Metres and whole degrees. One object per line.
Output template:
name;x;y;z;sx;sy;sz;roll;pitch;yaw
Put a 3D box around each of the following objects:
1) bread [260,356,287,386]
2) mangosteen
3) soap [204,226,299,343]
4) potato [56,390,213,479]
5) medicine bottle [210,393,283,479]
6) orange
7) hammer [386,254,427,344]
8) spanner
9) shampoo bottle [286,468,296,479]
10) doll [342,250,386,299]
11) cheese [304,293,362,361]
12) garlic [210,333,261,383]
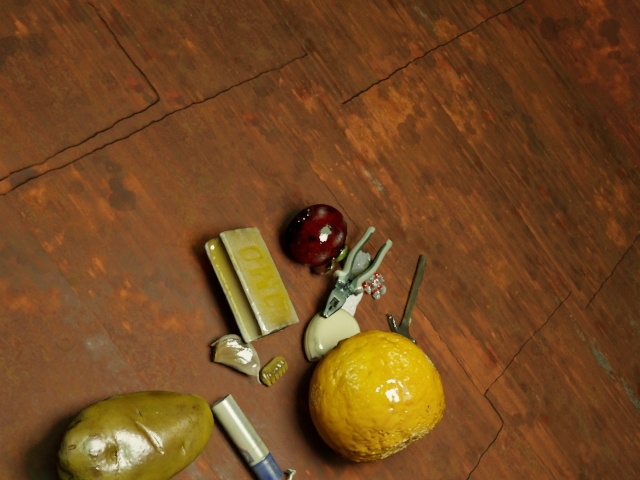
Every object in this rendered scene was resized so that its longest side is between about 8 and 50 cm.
bread;-0.116;0.329;1.829;0.088;0.033;0.049;-38;99;-38
mangosteen;0.000;0.000;1.971;0.199;0.200;0.200;13;63;-28
soap;-0.172;0.108;1.824;0.173;0.089;0.274;-12;75;-61
potato;-0.388;0.426;1.545;0.369;0.177;0.195;-8;35;-43
medicine bottle;-0.173;0.475;1.712;0.059;0.059;0.231;-34;90;-38
orange;0.131;0.377;1.786;0.340;0.341;0.293;-10;60;-36
hammer;0.276;0.166;2.160;0.125;0.027;0.297;37;55;-20
spanner;0.093;0.092;1.979;0.095;0.040;0.325;38;57;0
shampoo bottle;-0.082;0.621;1.718;0.077;0.045;0.152;27;57;-21
doll;0.122;0.089;2.068;0.094;0.079;0.180;-41;102;-4
cheese;0.038;0.218;1.953;0.163;0.070;0.249;20;60;-25
garlic;-0.200;0.281;1.782;0.152;0.066;0.084;27;84;-16
